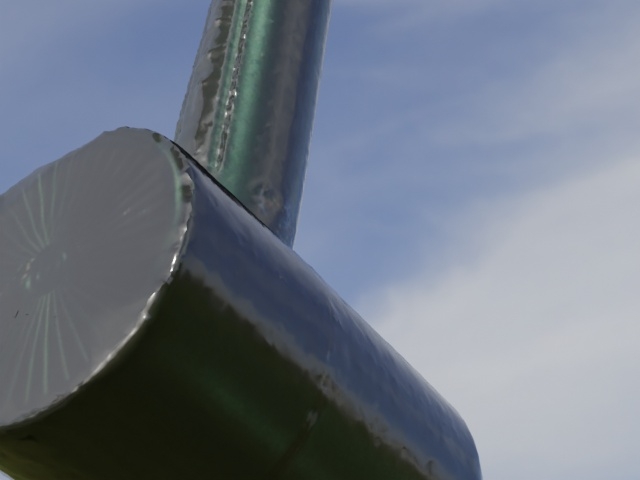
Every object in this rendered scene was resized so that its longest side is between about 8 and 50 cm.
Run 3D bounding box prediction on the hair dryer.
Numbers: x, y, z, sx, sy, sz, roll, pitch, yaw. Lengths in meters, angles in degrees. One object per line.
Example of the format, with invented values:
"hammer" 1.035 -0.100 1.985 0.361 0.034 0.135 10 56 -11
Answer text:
"hair dryer" 0.000 0.000 0.632 0.116 0.302 0.244 -15 -42 33
